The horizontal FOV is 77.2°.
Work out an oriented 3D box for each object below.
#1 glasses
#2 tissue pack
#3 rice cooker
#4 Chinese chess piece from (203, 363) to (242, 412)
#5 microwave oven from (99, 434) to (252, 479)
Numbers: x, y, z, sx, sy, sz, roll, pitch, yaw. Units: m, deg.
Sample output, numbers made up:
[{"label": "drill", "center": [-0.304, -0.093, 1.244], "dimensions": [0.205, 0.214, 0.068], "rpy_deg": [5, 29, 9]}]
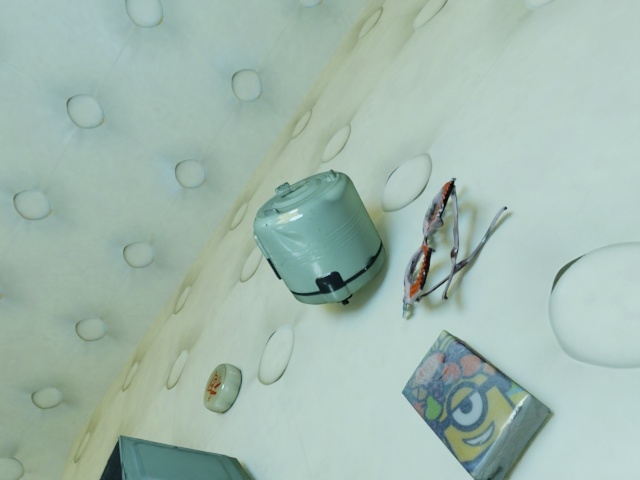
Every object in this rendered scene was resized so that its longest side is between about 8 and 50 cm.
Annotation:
[{"label": "glasses", "center": [0.197, 0.009, 0.642], "dimensions": [0.162, 0.095, 0.255], "rpy_deg": [110, -176, -79]}, {"label": "tissue pack", "center": [0.175, 0.191, 0.476], "dimensions": [0.109, 0.060, 0.148], "rpy_deg": [-56, 25, 3]}, {"label": "rice cooker", "center": [0.000, 0.000, 0.791], "dimensions": [0.226, 0.244, 0.226], "rpy_deg": [-27, 22, 12]}, {"label": "Chinese chess piece", "center": [-0.256, 0.382, 1.041], "dimensions": [0.122, 0.051, 0.122], "rpy_deg": [-41, 31, 31]}, {"label": "microwave oven", "center": [-0.291, 0.553, 0.667], "dimensions": [0.218, 0.286, 0.355], "rpy_deg": [-3, 64, 61]}]
